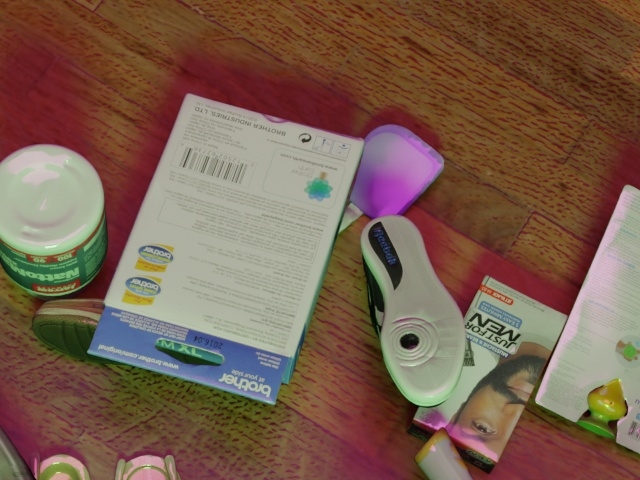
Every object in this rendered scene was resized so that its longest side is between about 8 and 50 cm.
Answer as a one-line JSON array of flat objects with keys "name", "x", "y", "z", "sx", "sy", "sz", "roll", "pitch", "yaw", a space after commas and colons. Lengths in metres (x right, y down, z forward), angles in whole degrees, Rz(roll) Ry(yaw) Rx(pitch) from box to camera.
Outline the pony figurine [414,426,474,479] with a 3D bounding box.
[{"name": "pony figurine", "x": 0.176, "y": 0.347, "z": 1.498, "sx": 0.363, "sy": 0.351, "sz": 0.303, "roll": 41, "pitch": 108, "yaw": 8}]

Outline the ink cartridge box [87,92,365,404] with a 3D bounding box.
[{"name": "ink cartridge box", "x": -0.086, "y": 0.013, "z": 1.679, "sx": 0.186, "sy": 0.065, "sz": 0.311, "roll": 15, "pitch": 55, "yaw": 4}]

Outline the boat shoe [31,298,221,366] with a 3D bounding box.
[{"name": "boat shoe", "x": -0.179, "y": 0.079, "z": 1.704, "sx": 0.190, "sy": 0.068, "sz": 0.072, "roll": 11, "pitch": 55, "yaw": -4}]

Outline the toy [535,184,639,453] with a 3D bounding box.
[{"name": "toy", "x": 0.307, "y": 0.082, "z": 1.738, "sx": 0.137, "sy": 0.056, "sz": 0.237, "roll": 26, "pitch": 75, "yaw": -7}]

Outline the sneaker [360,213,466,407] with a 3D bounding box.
[{"name": "sneaker", "x": 0.092, "y": 0.090, "z": 1.678, "sx": 0.079, "sy": 0.121, "sz": 0.217, "roll": -11, "pitch": 50, "yaw": -1}]

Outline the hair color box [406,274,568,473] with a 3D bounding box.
[{"name": "hair color box", "x": 0.162, "y": 0.129, "z": 1.712, "sx": 0.093, "sy": 0.053, "sz": 0.167, "roll": 26, "pitch": 70, "yaw": 5}]

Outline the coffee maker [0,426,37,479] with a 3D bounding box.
[{"name": "coffee maker", "x": -0.358, "y": 0.198, "z": 1.603, "sx": 0.171, "sy": 0.120, "sz": 0.178, "roll": -30, "pitch": 69, "yaw": -5}]

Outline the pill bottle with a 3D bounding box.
[{"name": "pill bottle", "x": -0.254, "y": -0.008, "z": 1.664, "sx": 0.108, "sy": 0.180, "sz": 0.108, "roll": 1, "pitch": 69, "yaw": -4}]

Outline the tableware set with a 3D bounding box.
[{"name": "tableware set", "x": -0.208, "y": 0.265, "z": 1.646, "sx": 0.169, "sy": 0.020, "sz": 0.141, "roll": 3, "pitch": 68, "yaw": -4}]

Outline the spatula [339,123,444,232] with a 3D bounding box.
[{"name": "spatula", "x": 0.000, "y": 0.000, "z": 1.762, "sx": 0.084, "sy": 0.030, "sz": 0.296, "roll": 41, "pitch": 71, "yaw": 12}]
